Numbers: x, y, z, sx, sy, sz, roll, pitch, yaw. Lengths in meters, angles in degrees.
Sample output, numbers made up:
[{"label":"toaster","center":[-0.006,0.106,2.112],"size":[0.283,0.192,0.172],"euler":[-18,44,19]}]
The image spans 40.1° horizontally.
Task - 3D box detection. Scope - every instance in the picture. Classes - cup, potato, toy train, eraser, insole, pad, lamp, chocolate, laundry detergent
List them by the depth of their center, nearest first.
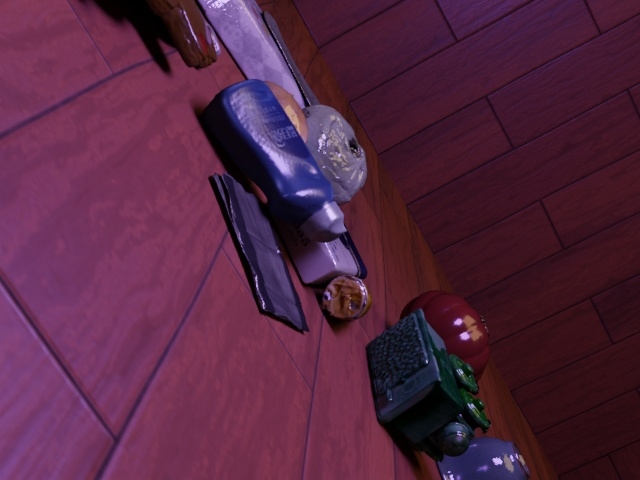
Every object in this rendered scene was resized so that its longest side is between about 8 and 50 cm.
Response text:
[{"label":"pad","center":[-0.085,0.017,1.292],"size":[0.174,0.022,0.233],"euler":[39,26,-64]},{"label":"laundry detergent","center":[-0.061,-0.119,1.404],"size":[0.290,0.094,0.143],"euler":[53,29,2]},{"label":"chocolate","center":[0.061,0.107,1.586],"size":[0.085,0.085,0.219],"euler":[64,7,9]},{"label":"toy train","center":[0.197,0.273,1.595],"size":[0.202,0.145,0.266],"euler":[47,16,-22]},{"label":"potato","center":[-0.085,-0.226,1.642],"size":[0.118,0.109,0.178],"euler":[21,32,-40]},{"label":"cup","center":[0.340,0.474,1.781],"size":[0.199,0.150,0.199],"euler":[58,13,-21]},{"label":"lamp","center":[0.258,0.222,1.901],"size":[0.227,0.227,0.227],"euler":[58,12,-20]},{"label":"eraser","center":[-0.150,-0.439,1.917],"size":[0.397,0.082,0.213],"euler":[55,12,-30]},{"label":"insole","center":[-0.041,-0.358,1.971],"size":[0.348,0.009,0.119],"euler":[61,13,-10]}]

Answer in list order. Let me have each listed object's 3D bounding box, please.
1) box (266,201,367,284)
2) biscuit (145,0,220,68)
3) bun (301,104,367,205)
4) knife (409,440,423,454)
[{"label":"box","center":[0.000,0.000,1.581],"size":[0.168,0.071,0.259],"euler":[64,13,10]},{"label":"biscuit","center":[-0.231,-0.398,1.340],"size":[0.432,0.064,0.283],"euler":[-65,130,-88]},{"label":"bun","center":[0.019,-0.186,1.862],"size":[0.221,0.108,0.221],"euler":[19,64,-45]},{"label":"knife","center":[0.204,0.391,1.709],"size":[0.054,0.015,0.212],"euler":[67,12,19]}]
